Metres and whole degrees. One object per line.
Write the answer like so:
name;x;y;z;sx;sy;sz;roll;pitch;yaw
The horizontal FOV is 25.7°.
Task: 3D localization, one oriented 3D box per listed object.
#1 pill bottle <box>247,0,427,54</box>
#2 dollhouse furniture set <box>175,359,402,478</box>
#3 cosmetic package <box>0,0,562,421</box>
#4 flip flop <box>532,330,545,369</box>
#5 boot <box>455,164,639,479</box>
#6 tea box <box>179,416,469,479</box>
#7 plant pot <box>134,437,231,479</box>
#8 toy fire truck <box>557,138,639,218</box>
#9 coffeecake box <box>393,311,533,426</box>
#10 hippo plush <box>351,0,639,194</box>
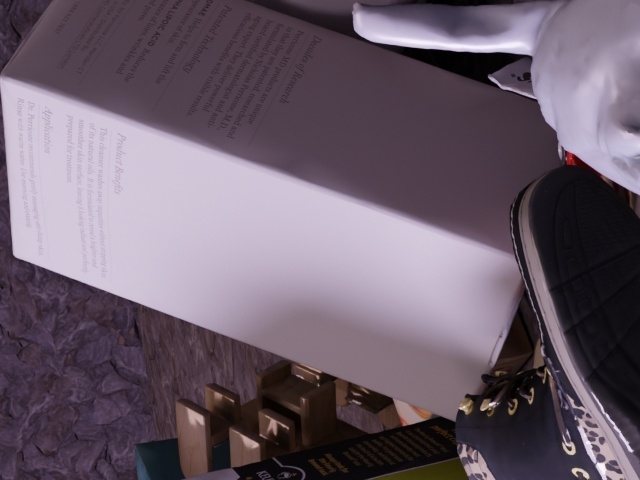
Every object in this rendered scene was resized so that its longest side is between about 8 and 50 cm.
pill bottle;-0.035;-0.207;1.227;0.392;0.224;0.224;135;123;-70
dollhouse furniture set;0.015;0.223;1.380;0.242;0.212;0.161;21;123;39
cosmetic package;-0.028;-0.036;1.034;0.217;0.385;0.156;104;-173;-52
flip flop;0.228;0.129;0.854;0.277;0.080;0.112;26;122;51
boot;0.130;0.078;0.804;0.179;0.085;0.236;-10;109;59
tea box;0.070;0.297;1.031;0.329;0.324;0.219;-148;49;-68
plant pot;-0.092;0.335;1.749;0.166;0.234;0.165;-133;35;-62
toy fire truck;0.174;-0.016;0.824;0.135;0.047;0.192;-96;1;-63
coffeecake box;0.104;0.076;1.222;0.185;0.068;0.142;111;144;-62
hippo plush;0.224;-0.106;0.573;0.294;0.234;0.236;42;111;41
